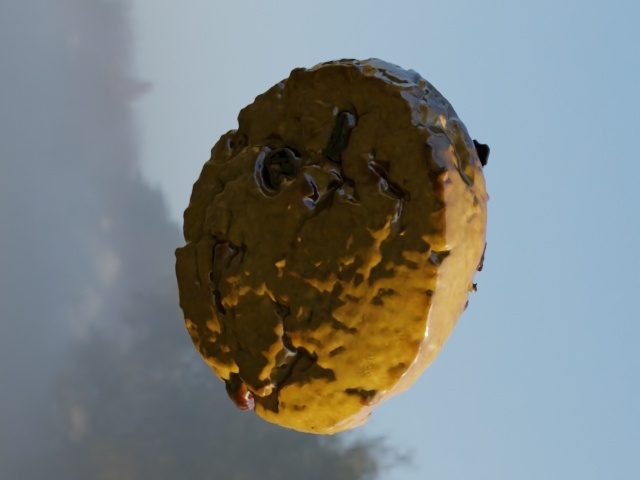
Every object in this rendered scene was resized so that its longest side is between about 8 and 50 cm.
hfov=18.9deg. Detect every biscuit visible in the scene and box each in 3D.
[{"bbox_3d":[-0.001,-0.001,1.459,0.296,0.075,0.296,-11,-107,38],"label":"biscuit"}]
